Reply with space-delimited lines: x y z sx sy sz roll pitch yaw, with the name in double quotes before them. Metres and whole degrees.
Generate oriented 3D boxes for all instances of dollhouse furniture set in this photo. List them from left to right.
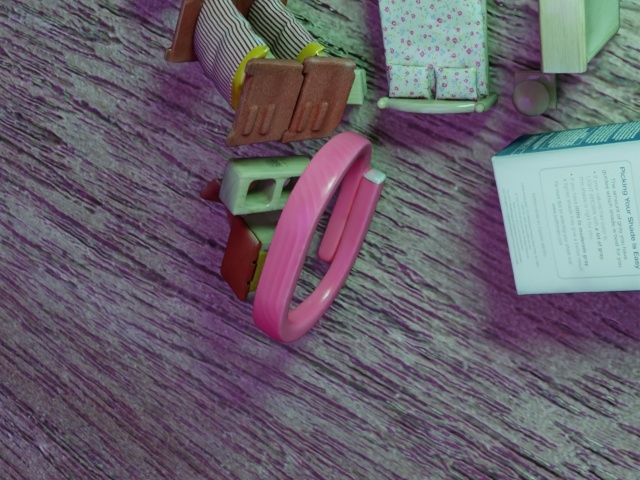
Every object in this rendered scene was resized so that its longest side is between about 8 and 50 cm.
"dollhouse furniture set" -0.108 -0.121 1.333 0.201 0.152 0.374 52 136 39
"dollhouse furniture set" 0.131 -0.276 1.138 0.355 0.174 0.303 4 114 26

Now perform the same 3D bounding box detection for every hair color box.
"hair color box" 0.379 -0.042 1.142 0.347 0.105 0.174 -4 108 32

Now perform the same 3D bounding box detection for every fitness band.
"fitness band" 0.000 0.000 1.322 0.054 0.209 0.291 27 121 16
